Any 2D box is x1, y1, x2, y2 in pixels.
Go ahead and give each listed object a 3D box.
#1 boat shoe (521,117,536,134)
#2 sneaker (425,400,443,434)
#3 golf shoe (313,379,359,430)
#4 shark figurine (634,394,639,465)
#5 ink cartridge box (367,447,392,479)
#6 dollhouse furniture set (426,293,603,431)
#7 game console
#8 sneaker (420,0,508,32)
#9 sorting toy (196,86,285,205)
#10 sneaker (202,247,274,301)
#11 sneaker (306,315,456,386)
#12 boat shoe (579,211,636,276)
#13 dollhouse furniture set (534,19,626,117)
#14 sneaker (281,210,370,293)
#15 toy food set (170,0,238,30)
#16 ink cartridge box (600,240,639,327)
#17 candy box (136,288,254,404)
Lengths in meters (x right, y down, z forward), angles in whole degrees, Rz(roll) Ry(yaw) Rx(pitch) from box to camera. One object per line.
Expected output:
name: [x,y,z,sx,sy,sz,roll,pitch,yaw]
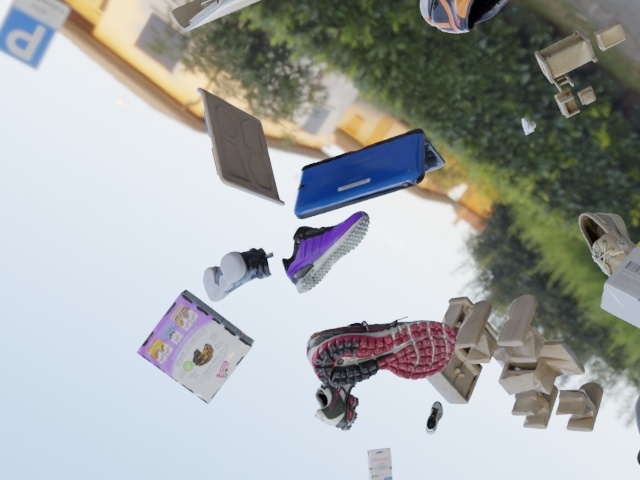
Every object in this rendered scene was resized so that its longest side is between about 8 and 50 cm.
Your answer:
boat shoe: [0.597,-0.329,2.050,0.100,0.035,0.035,31,-137,-67]
sneaker: [0.270,0.416,1.691,0.032,0.083,0.037,11,151,17]
golf shoe: [0.049,0.431,2.133,0.120,0.105,0.272,16,-143,-9]
shark figurine: [0.836,0.531,1.736,0.116,0.166,0.278,-16,-141,-19]
ink cartridge box: [0.123,0.461,1.489,0.048,0.083,0.028,-5,-164,-3]
dollhouse furniture set: [0.497,0.286,1.894,0.394,0.256,0.362,-13,127,48]
game console: [0.116,-0.116,1.580,0.173,0.293,0.250,57,-153,-35]
sneaker: [0.307,-0.545,1.340,0.125,0.321,0.180,-2,-154,-29]
sorting toy: [-0.151,-0.167,1.332,0.193,0.038,0.208,18,-131,-61]
sneaker: [-0.228,0.096,2.035,0.153,0.268,0.101,-13,-104,-33]
sneaker: [0.120,0.196,1.377,0.299,0.120,0.112,-1,-164,-16]
boat shoe: [0.695,0.032,1.714,0.098,0.109,0.302,11,-143,-7]
dollhouse furniture set: [0.623,-0.405,1.677,0.161,0.182,0.101,57,-162,-25]
sneaker: [-0.001,0.000,1.967,0.146,0.293,0.102,51,-164,20]
toy food set: [-0.195,-0.578,1.619,0.306,0.220,0.092,3,121,62]
ink cartridge box: [0.618,0.054,1.265,0.134,0.231,0.078,32,154,35]
candy box: [-0.271,0.232,1.577,0.196,0.165,0.070,38,-177,-3]
